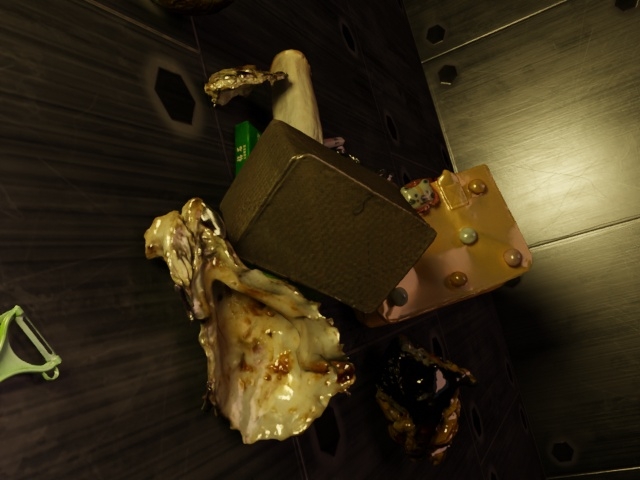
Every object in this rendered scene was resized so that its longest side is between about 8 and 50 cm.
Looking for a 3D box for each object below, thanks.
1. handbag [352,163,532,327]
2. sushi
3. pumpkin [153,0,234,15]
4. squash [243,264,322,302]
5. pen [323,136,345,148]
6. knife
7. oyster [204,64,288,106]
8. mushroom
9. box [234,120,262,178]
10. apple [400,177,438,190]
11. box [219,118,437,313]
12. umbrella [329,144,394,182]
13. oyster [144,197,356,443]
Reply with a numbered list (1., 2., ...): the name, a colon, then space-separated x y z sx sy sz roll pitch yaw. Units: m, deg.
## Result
1. handbag: 0.235 0.004 1.295 0.133 0.400 0.283 125 -53 -69
2. sushi: 0.211 0.331 1.247 0.200 0.204 0.213 26 7 -27
3. pumpkin: -0.216 -0.402 0.908 0.119 0.108 0.183 49 11 26
4. squash: -0.054 0.073 0.963 0.292 0.082 0.082 -2 75 -65
5. pen: 0.022 -0.229 1.408 0.218 0.026 0.026 -30 101 -66
6. knife: -0.283 0.129 0.496 0.078 0.022 0.166 56 26 -18
7. oyster: -0.132 -0.270 1.018 0.177 0.105 0.056 -30 112 -41
8. mushroom: -0.045 -0.207 1.075 0.123 0.095 0.351 82 0 -53
9. box: -0.077 -0.103 1.095 0.235 0.034 0.132 37 41 -53
10. apple: 0.274 -0.034 1.538 0.250 0.277 0.309 44 9 21
11. box: 0.009 -0.033 0.908 0.273 0.184 0.143 25 21 -30
12. umbrella: 0.073 -0.138 1.345 0.272 0.122 0.110 8 44 -55
13. oyster: -0.109 0.109 0.769 0.337 0.198 0.133 54 -16 -16
